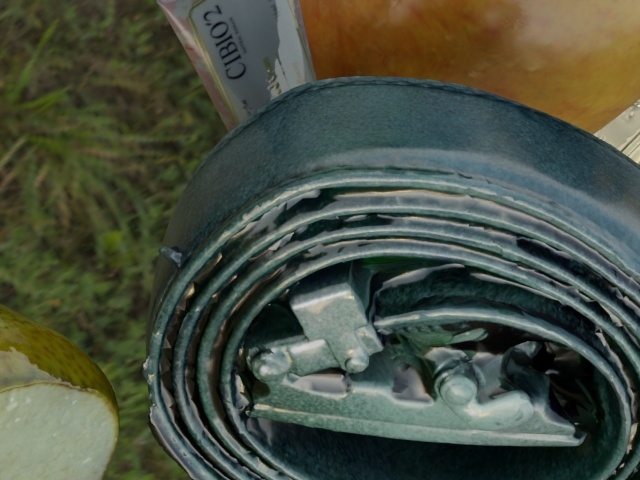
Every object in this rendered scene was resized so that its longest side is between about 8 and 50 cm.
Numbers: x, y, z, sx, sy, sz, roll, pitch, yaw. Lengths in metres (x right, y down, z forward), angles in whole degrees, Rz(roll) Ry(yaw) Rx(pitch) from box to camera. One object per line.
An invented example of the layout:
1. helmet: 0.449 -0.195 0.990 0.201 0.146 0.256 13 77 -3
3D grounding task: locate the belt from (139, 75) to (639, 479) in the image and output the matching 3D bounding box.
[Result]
1. belt: 0.058 0.039 0.761 0.267 0.206 0.116 15 34 -8

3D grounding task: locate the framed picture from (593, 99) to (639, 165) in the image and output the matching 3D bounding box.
1. framed picture: 0.239 -0.142 1.489 0.195 0.199 0.010 39 28 -7

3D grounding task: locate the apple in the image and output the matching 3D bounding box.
1. apple: 0.075 -0.183 0.990 0.275 0.299 0.299 -13 84 -60

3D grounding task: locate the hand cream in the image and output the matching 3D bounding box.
1. hand cream: -0.023 -0.071 0.853 0.067 0.209 0.043 -33 55 -9

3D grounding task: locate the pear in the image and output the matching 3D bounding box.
1. pear: -0.151 0.069 0.624 0.141 0.141 0.104 -25 57 -35
